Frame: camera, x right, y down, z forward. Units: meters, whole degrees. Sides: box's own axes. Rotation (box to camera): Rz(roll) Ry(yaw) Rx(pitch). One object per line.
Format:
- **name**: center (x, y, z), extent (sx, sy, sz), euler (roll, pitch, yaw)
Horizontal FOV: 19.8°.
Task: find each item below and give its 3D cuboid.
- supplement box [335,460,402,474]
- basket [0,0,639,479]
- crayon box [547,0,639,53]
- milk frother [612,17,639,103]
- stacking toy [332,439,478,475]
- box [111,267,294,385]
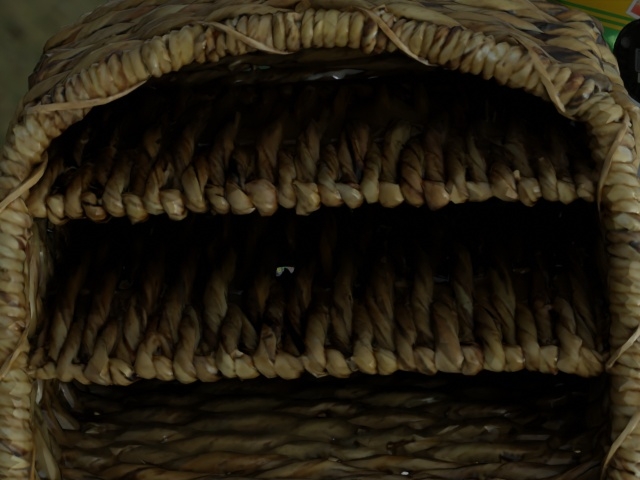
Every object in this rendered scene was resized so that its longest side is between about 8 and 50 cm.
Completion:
- **supplement box**: center (0.058, 0.218, 1.085), extent (0.188, 0.081, 0.104), euler (39, -27, 1)
- **basket**: center (0.000, 0.000, 0.847), extent (0.223, 0.299, 0.213), euler (-82, 170, -59)
- **crayon box**: center (0.373, -0.351, 1.837), extent (0.313, 0.363, 0.106), euler (41, 2, -19)
- **milk frother**: center (0.352, -0.144, 1.695), extent (0.135, 0.143, 0.129), euler (-23, 48, -40)
- **stacking toy**: center (0.175, 0.173, 1.473), extent (0.480, 0.350, 0.350), euler (-3, 36, -44)
- **box**: center (-0.176, 0.031, 1.821), extent (0.177, 0.290, 0.279), euler (29, 50, -50)
